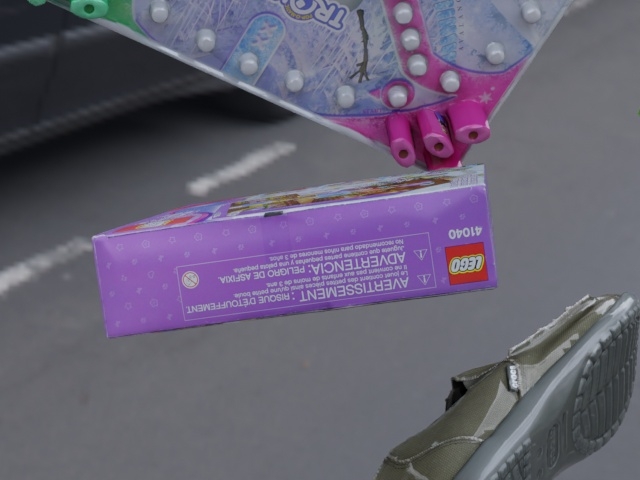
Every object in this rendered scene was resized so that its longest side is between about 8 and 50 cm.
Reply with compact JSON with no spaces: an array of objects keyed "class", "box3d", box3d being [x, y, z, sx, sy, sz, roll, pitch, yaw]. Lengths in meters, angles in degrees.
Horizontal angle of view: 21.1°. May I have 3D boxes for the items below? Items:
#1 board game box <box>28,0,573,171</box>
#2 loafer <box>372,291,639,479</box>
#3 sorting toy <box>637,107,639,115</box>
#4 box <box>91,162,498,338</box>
[{"class":"board game box","box3d":[0.032,-0.257,1.213,0.390,0.390,0.050,23,28,-20]},{"class":"loafer","box3d":[0.118,0.097,1.043,0.087,0.094,0.251,18,34,30]},{"class":"sorting toy","box3d":[0.313,-0.115,1.521,0.012,0.062,0.083,33,-38,-29]},{"class":"box","box3d":[0.000,0.000,0.993,0.201,0.057,0.293,-7,4,6]}]
